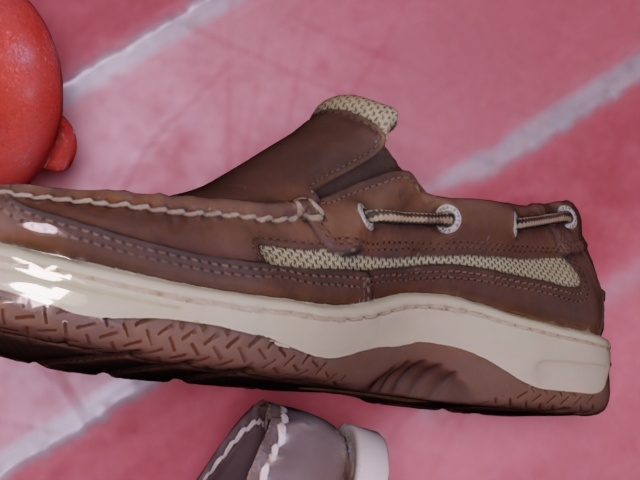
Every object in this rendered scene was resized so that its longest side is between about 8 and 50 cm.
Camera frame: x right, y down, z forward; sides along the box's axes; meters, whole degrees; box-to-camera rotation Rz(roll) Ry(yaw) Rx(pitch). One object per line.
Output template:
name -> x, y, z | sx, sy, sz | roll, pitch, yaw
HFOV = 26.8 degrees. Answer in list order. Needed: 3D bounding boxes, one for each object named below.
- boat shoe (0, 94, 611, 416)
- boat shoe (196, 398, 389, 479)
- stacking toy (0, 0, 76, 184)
boat shoe -> -0.005, 0.001, 0.430 | 0.257, 0.095, 0.095 | 13, 77, -43
boat shoe -> -0.094, 0.184, 0.434 | 0.096, 0.116, 0.324 | 33, 89, -7
stacking toy -> -0.253, -0.079, 0.459 | 0.279, 0.130, 0.309 | -37, 87, 20
